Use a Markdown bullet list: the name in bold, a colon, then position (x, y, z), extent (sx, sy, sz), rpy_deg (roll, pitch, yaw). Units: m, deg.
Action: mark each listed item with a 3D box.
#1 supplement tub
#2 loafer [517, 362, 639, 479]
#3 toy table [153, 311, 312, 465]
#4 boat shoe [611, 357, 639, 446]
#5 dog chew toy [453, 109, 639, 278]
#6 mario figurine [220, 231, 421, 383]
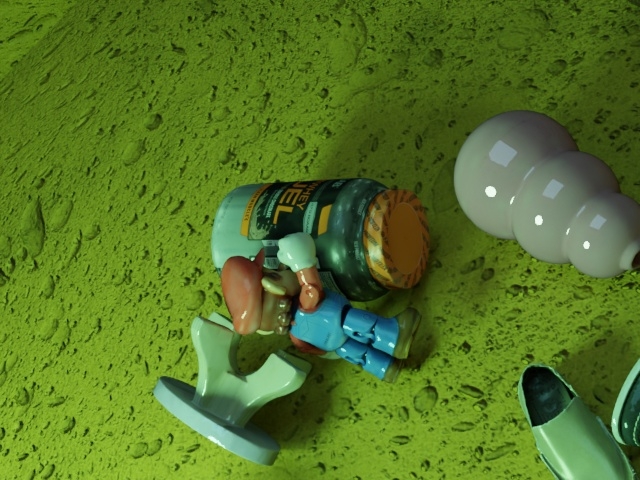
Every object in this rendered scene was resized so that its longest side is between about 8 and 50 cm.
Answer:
- **supplement tub**: position (0.000, 0.000, 1.814), extent (0.337, 0.207, 0.207), rpy_deg (-1, 55, 34)
- **loafer**: position (0.335, 0.269, 1.443), extent (0.102, 0.092, 0.268), rpy_deg (-37, 43, 5)
- **toy table**: position (-0.140, 0.228, 1.718), extent (0.274, 0.252, 0.161), rpy_deg (27, 89, 37)
- **boat shoe**: position (0.503, 0.159, 1.402), extent (0.302, 0.114, 0.091), rpy_deg (-50, 38, -9)
- **dog chew toy**: position (0.358, -0.060, 1.629), extent (0.206, 0.207, 0.332), rpy_deg (-45, 51, -5)
- **mario figurine**: position (-0.001, 0.092, 1.683), extent (0.320, 0.170, 0.198), rpy_deg (22, 100, 3)
